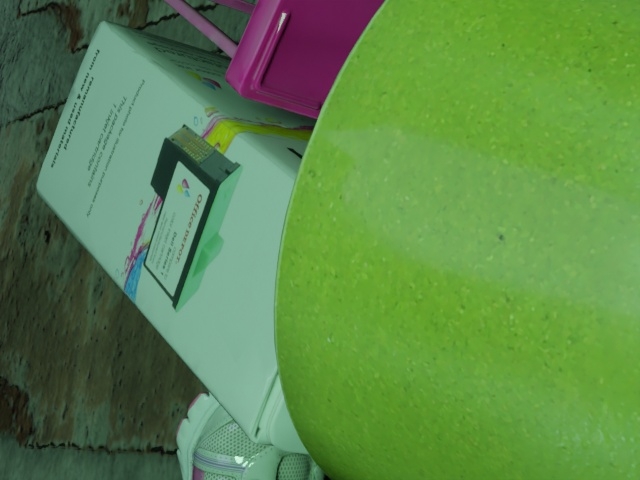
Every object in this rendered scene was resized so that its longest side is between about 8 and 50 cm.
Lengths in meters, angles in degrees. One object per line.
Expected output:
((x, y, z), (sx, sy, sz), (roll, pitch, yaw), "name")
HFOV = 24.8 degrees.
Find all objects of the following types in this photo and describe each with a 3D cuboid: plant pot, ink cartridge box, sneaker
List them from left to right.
((-0.036, 0.178, 0.869), (0.111, 0.103, 0.252), (47, 123, 43), "sneaker")
((0.000, 0.000, 0.779), (0.278, 0.201, 0.117), (41, 112, 49), "ink cartridge box")
((0.182, 0.035, 0.520), (0.293, 0.275, 0.274), (26, 101, 39), "plant pot")

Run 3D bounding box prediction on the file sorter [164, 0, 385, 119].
((0.058, -0.215, 0.771), (0.182, 0.202, 0.290), (44, 114, 50), "file sorter")
